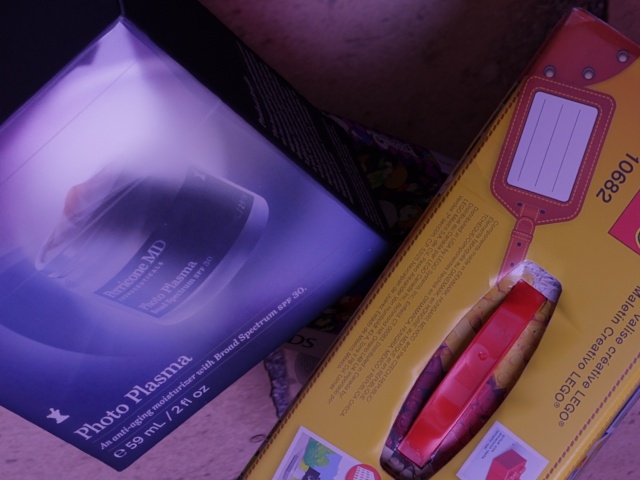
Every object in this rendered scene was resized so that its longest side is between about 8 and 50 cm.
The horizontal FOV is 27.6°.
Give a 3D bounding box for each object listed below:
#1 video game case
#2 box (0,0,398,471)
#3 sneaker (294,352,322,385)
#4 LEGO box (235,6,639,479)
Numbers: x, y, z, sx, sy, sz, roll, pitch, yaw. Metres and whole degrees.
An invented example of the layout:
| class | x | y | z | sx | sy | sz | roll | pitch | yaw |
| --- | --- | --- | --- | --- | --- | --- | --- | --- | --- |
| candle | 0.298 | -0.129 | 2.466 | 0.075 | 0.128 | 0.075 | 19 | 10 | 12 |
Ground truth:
| class | x | y | z | sx | sy | sz | roll | pitch | yaw |
| --- | --- | --- | --- | --- | --- | --- | --- | --- | --- |
| video game case | 0.000 | 0.000 | 1.181 | 0.210 | 0.042 | 0.232 | 17 | 118 | -34 |
| box | -0.159 | -0.024 | 0.959 | 0.296 | 0.182 | 0.294 | -40 | 128 | 15 |
| sneaker | 0.090 | 0.138 | 1.350 | 0.240 | 0.091 | 0.126 | -12 | 135 | -13 |
| LEGO box | 0.158 | 0.098 | 1.067 | 0.500 | 0.193 | 0.372 | -55 | 164 | 10 |
